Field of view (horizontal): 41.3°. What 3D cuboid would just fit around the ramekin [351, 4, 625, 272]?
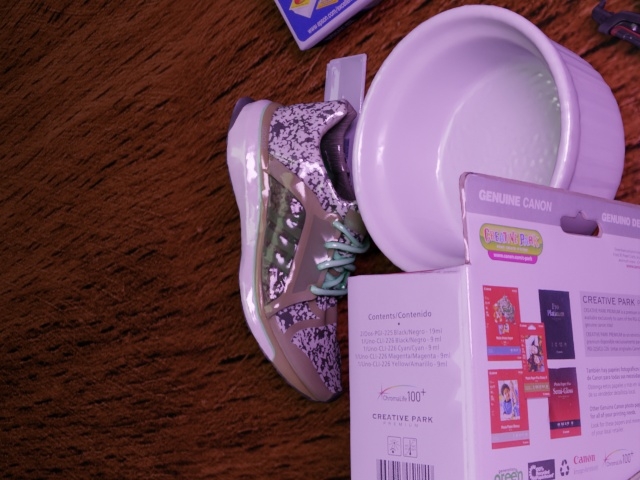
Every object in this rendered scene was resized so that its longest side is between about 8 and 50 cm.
[{"bbox_3d":[0.175,-0.092,0.885,0.277,0.135,0.277,-7,81,48],"label":"ramekin"}]

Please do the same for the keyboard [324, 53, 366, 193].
[{"bbox_3d":[0.027,-0.123,1.152,0.072,0.014,0.255,3,88,43],"label":"keyboard"}]

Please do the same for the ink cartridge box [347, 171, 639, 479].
[{"bbox_3d":[0.177,0.099,0.727,0.130,0.310,0.271,-9,78,48],"label":"ink cartridge box"}]

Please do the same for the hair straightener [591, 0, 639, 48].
[{"bbox_3d":[0.342,-0.203,0.784,0.230,0.047,0.089,48,120,45],"label":"hair straightener"}]

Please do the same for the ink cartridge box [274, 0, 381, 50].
[{"bbox_3d":[0.013,-0.448,1.073,0.304,0.072,0.307,-26,91,46],"label":"ink cartridge box"}]

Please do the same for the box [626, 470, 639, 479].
[{"bbox_3d":[0.363,0.269,0.607,0.243,0.117,0.213,-17,88,48],"label":"box"}]

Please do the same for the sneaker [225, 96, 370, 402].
[{"bbox_3d":[0.000,0.000,1.074,0.182,0.158,0.410,-12,87,26],"label":"sneaker"}]
